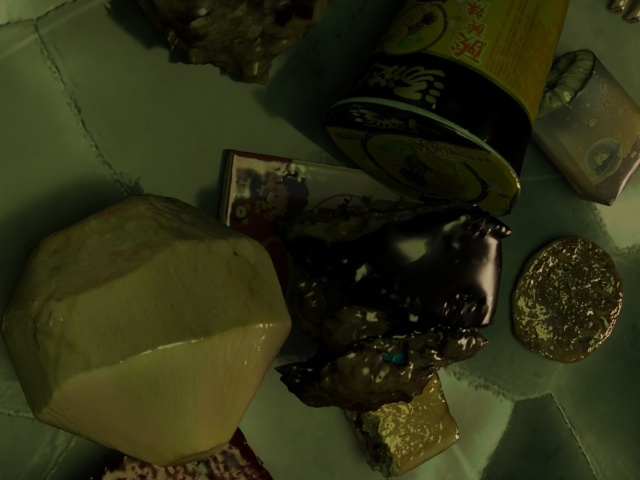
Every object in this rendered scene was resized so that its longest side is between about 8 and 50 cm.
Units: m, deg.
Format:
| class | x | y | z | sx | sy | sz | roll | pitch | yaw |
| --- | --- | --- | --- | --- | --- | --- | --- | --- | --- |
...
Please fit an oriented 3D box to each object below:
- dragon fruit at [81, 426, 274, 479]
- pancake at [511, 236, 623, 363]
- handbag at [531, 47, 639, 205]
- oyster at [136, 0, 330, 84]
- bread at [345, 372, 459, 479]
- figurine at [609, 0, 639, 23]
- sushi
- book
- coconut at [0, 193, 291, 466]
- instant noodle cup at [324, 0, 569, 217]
| class | x | y | z | sx | sy | sz | roll | pitch | yaw |
| --- | --- | --- | --- | --- | --- | --- | --- | --- | --- |
| dragon fruit | -0.167 | 0.345 | 1.279 | 0.343 | 0.100 | 0.282 | -36 | 94 | -23 |
| pancake | 0.285 | 0.069 | 1.490 | 0.152 | 0.025 | 0.151 | -4 | 100 | -24 |
| handbag | 0.294 | -0.132 | 1.427 | 0.173 | 0.095 | 0.117 | 43 | 77 | -26 |
| oyster | -0.122 | -0.289 | 1.206 | 0.337 | 0.133 | 0.197 | 30 | 78 | -29 |
| bread | 0.084 | 0.188 | 1.394 | 0.106 | 0.082 | 0.125 | -25 | 97 | -29 |
| figurine | 0.397 | -0.333 | 1.456 | 0.083 | 0.083 | 0.187 | 29 | 96 | -24 |
| sushi | 0.069 | 0.066 | 1.258 | 0.239 | 0.225 | 0.218 | 3 | 94 | -25 |
| book | 0.000 | 0.000 | 1.359 | 0.232 | 0.022 | 0.162 | 7 | 95 | -24 |
| coconut | -0.157 | 0.089 | 1.173 | 0.259 | 0.259 | 0.259 | -4 | 99 | -23 |
| instant noodle cup | 0.145 | -0.172 | 1.301 | 0.215 | 0.215 | 0.236 | 34 | 72 | -24 |
